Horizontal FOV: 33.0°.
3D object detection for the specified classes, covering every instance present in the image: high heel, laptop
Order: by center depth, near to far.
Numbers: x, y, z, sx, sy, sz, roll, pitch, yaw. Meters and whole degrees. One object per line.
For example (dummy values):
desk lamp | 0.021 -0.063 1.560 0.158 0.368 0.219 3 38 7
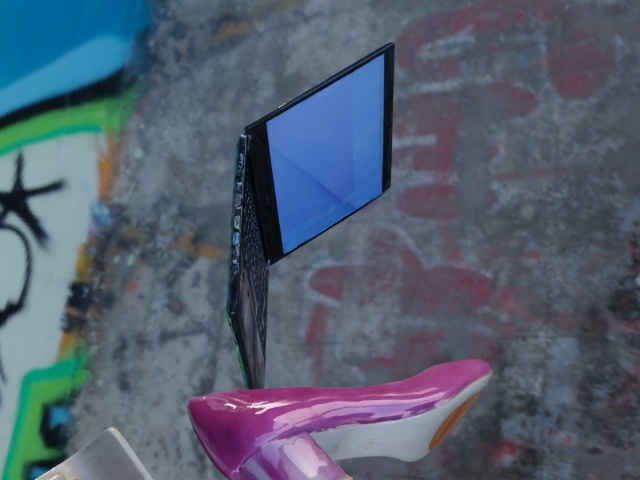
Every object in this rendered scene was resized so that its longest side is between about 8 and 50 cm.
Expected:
high heel | 0.023 0.116 0.784 0.117 0.244 0.082 43 137 24
laptop | 0.000 0.000 0.964 0.137 0.234 0.264 -1 59 3

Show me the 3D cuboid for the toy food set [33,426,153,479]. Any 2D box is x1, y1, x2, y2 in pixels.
toy food set | -0.254 0.338 1.041 0.219 0.306 0.092 53 129 8
